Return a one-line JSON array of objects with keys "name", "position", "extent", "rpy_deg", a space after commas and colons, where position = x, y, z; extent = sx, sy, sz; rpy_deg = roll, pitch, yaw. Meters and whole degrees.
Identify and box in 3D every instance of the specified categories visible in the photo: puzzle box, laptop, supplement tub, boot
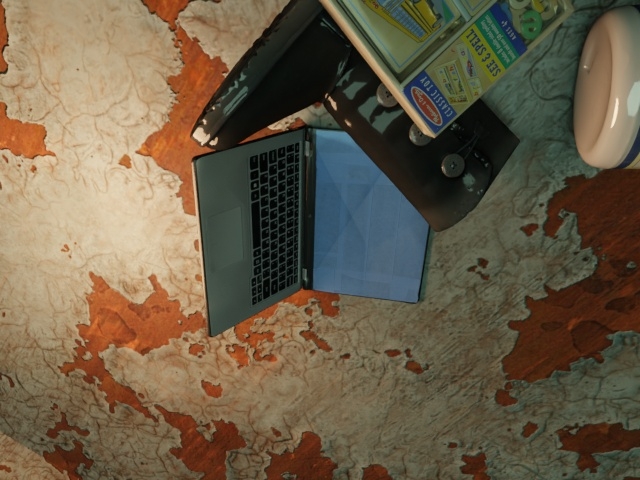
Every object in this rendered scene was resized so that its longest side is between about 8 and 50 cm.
[{"name": "puzzle box", "position": [0.130, -0.381, 0.718], "extent": [0.272, 0.052, 0.409], "rpy_deg": [-42, 111, 6]}, {"name": "laptop", "position": [0.000, 0.000, 1.025], "extent": [0.236, 0.407, 0.383], "rpy_deg": [27, 128, 37]}, {"name": "supplement tub", "position": [0.567, -0.221, 0.770], "extent": [0.324, 0.235, 0.236], "rpy_deg": [2, 119, 11]}, {"name": "boot", "position": [0.067, -0.169, 0.880], "extent": [0.445, 0.146, 0.367], "rpy_deg": [40, 99, -23]}]
